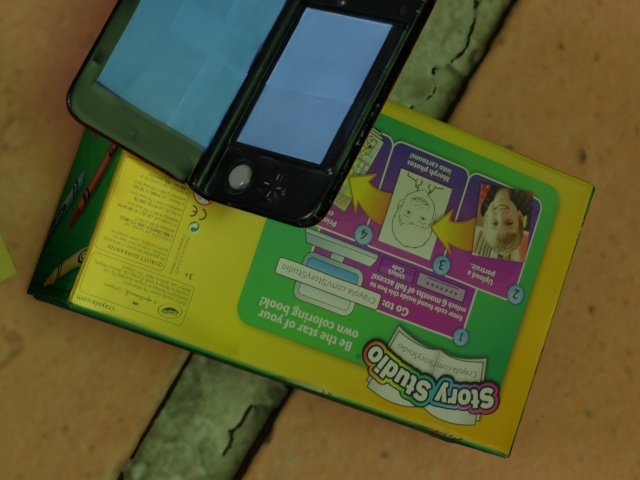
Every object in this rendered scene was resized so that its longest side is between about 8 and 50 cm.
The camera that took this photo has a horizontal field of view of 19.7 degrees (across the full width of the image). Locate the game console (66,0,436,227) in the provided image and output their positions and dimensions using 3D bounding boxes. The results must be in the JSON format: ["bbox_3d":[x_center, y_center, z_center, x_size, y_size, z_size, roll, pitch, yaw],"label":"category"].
[{"bbox_3d":[-0.033,-0.095,0.916,0.085,0.124,0.144,38,74,-46],"label":"game console"}]

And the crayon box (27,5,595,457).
[{"bbox_3d":[0.000,0.000,1.021,0.278,0.081,0.165,21,83,-23],"label":"crayon box"}]

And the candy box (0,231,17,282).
[{"bbox_3d":[-0.236,-0.045,0.914,0.109,0.053,0.187,-31,106,-44],"label":"candy box"}]
